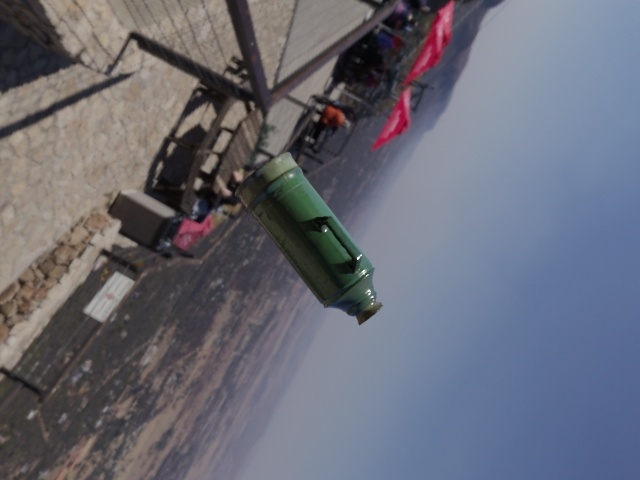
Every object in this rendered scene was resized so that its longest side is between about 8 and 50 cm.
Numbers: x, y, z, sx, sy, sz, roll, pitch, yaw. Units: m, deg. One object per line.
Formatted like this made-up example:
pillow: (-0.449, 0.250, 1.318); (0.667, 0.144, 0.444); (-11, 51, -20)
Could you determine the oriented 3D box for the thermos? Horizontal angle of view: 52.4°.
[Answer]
thermos: (0.000, 0.001, 0.673); (0.083, 0.188, 0.073); (-39, 178, 27)
